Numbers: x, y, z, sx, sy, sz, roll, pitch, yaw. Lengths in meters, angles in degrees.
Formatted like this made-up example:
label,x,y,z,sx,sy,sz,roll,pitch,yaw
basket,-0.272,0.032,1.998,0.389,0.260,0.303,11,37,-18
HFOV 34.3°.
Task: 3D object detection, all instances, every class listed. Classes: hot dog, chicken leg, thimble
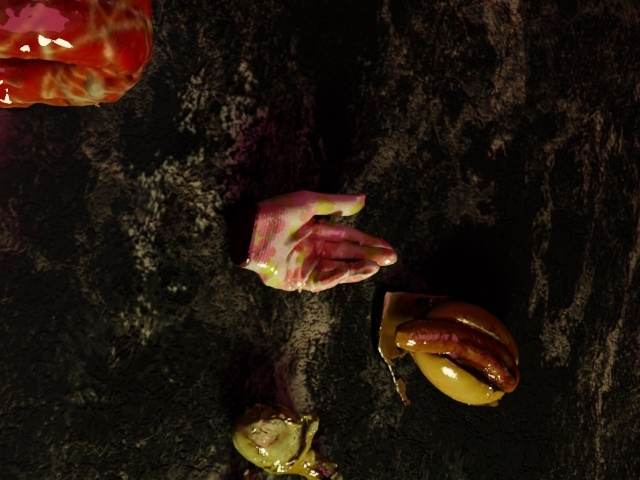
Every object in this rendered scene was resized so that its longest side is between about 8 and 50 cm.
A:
label,x,y,z,sx,sy,sz,roll,pitch,yaw
hot dog,0.231,0.193,1.722,0.326,0.107,0.194,13,86,-36
chicken leg,-0.040,0.306,1.543,0.228,0.088,0.103,34,58,-32
thimble,-0.354,-0.277,1.117,0.350,0.350,0.230,0,88,-37

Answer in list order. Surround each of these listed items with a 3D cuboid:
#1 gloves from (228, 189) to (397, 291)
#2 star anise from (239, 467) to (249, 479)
label,x,y,z,sx,sy,sz,roll,pitch,yaw
gloves,-0.007,0.005,1.526,0.241,0.126,0.145,12,60,-33
star anise,-0.101,0.408,1.520,0.124,0.056,0.129,-50,117,-10
